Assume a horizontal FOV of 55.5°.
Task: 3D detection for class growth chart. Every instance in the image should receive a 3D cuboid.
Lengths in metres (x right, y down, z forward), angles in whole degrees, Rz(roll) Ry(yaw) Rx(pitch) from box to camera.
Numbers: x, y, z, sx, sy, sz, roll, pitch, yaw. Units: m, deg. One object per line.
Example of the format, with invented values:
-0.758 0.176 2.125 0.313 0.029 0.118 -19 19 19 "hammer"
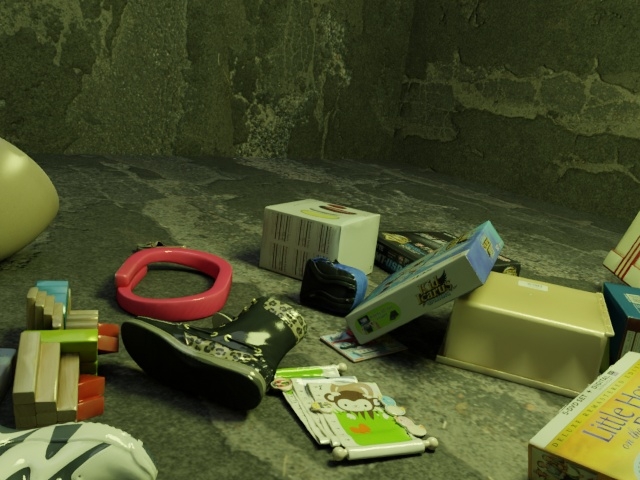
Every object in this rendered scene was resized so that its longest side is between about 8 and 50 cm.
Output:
0.036 0.232 0.846 0.172 0.021 0.237 -1 18 -32 "growth chart"

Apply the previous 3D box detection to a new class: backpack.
0.035 0.087 1.223 0.120 0.098 0.101 15 14 29 "backpack"

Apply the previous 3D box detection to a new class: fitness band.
-0.281 0.081 1.190 0.209 0.054 0.291 9 16 -4 "fitness band"

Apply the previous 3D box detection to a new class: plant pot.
-0.678 -0.052 1.149 0.284 0.284 0.191 9 50 6 "plant pot"

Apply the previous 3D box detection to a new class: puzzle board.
0.077 0.179 1.072 0.128 0.011 0.096 -5 20 -37 "puzzle board"

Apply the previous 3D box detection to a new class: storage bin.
0.370 0.151 1.108 0.262 0.123 0.260 12 16 18 "storage bin"

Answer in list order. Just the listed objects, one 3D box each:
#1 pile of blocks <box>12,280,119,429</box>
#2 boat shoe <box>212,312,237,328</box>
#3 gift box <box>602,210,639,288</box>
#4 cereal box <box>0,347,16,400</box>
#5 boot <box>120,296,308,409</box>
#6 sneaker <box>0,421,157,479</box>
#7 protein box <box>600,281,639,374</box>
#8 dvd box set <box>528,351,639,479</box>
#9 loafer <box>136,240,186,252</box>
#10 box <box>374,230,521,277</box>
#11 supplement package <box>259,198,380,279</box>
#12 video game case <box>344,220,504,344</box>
-0.325 0.126 0.811 0.113 0.149 0.362 1 16 -21 "pile of blocks"
-0.125 0.155 0.991 0.133 0.049 0.042 27 28 33 "boat shoe"
0.861 0.068 1.415 0.276 0.258 0.255 29 16 3 "gift box"
-0.472 0.191 0.695 0.173 0.047 0.240 5 15 -12 "cereal box"
-0.151 0.142 0.896 0.236 0.085 0.178 18 31 19 "boot"
-0.272 0.243 0.550 0.235 0.094 0.153 23 29 -22 "sneaker"
0.613 0.182 1.082 0.201 0.136 0.200 11 15 11 "protein box"
0.503 0.260 0.689 0.308 0.062 0.420 -19 20 -38 "dvd box set"
-0.360 0.018 1.387 0.125 0.039 0.045 11 17 13 "loafer"
0.299 0.046 1.551 0.293 0.073 0.295 -2 19 -29 "box"
0.000 0.000 1.420 0.203 0.149 0.194 15 17 28 "supplement package"
0.197 0.070 1.107 0.244 0.061 0.269 -31 0 27 "video game case"
